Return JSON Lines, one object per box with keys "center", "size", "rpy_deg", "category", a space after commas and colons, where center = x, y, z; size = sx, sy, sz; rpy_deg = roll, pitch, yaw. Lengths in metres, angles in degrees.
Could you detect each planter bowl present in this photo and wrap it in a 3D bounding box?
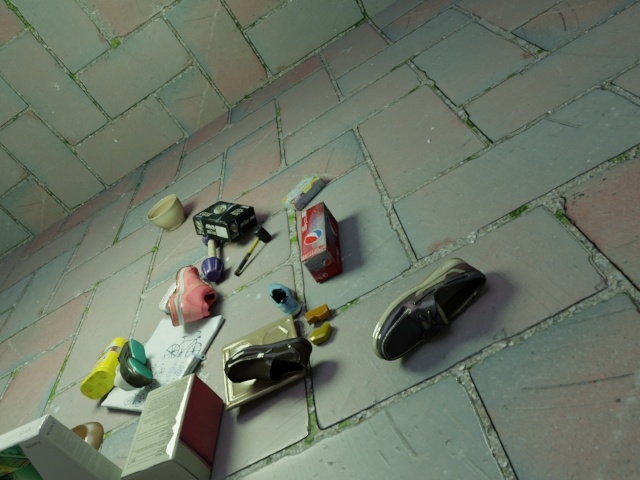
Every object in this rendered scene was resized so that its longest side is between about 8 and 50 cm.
{"center": [-0.673, -0.112, 2.411], "size": [0.162, 0.109, 0.162], "rpy_deg": [-26, 31, 17], "category": "planter bowl"}

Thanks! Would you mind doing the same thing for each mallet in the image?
{"center": [-0.228, 0.042, 1.817], "size": [0.039, 0.062, 0.190], "rpy_deg": [3, 63, 50], "category": "mallet"}

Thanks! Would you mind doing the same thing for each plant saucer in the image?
{"center": [-0.702, 0.593, 1.524], "size": [0.198, 0.036, 0.199], "rpy_deg": [-27, 31, 18], "category": "plant saucer"}

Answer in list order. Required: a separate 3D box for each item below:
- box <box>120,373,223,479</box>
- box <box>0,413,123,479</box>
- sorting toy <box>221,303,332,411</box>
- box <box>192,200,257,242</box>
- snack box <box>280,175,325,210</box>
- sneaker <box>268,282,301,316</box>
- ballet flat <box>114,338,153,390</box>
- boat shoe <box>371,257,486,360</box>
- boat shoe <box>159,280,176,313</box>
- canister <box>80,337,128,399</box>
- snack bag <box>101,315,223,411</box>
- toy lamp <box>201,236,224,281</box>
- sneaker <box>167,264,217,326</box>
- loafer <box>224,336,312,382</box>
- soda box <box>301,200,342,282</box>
{"center": [-0.331, 0.452, 1.247], "size": [0.148, 0.127, 0.232], "rpy_deg": [-25, 32, 18], "category": "box"}
{"center": [-0.573, 0.527, 1.195], "size": [0.232, 0.322, 0.058], "rpy_deg": [-26, 28, 19], "category": "box"}
{"center": [-0.102, 0.282, 1.346], "size": [0.307, 0.041, 0.229], "rpy_deg": [-26, 34, 5], "category": "sorting toy"}
{"center": [-0.348, -0.071, 1.969], "size": [0.180, 0.078, 0.147], "rpy_deg": [12, 34, 34], "category": "box"}
{"center": [-0.063, -0.170, 1.933], "size": [0.141, 0.037, 0.100], "rpy_deg": [-48, 30, -19], "category": "snack box"}
{"center": [-0.108, 0.149, 1.495], "size": [0.063, 0.073, 0.162], "rpy_deg": [-41, 30, -8], "category": "sneaker"}
{"center": [-0.538, 0.374, 1.549], "size": [0.096, 0.095, 0.280], "rpy_deg": [-52, 21, -6], "category": "ballet flat"}
{"center": [0.228, 0.146, 1.127], "size": [0.285, 0.103, 0.092], "rpy_deg": [-38, 25, -15], "category": "boat shoe"}
{"center": [-0.497, 0.173, 1.884], "size": [0.063, 0.066, 0.184], "rpy_deg": [-4, 53, 42], "category": "boat shoe"}
{"center": [-0.667, 0.397, 1.696], "size": [0.126, 0.073, 0.170], "rpy_deg": [-42, 19, 18], "category": "canister"}
{"center": [-0.465, 0.355, 1.612], "size": [0.323, 0.037, 0.343], "rpy_deg": [-10, 39, 39], "category": "snack bag"}
{"center": [-0.383, 0.056, 1.908], "size": [0.080, 0.080, 0.275], "rpy_deg": [-34, 29, 4], "category": "toy lamp"}
{"center": [-0.399, 0.177, 1.754], "size": [0.136, 0.116, 0.314], "rpy_deg": [-6, 24, -3], "category": "sneaker"}
{"center": [-0.125, 0.285, 1.245], "size": [0.220, 0.080, 0.078], "rpy_deg": [-21, 34, 13], "category": "loafer"}
{"center": [0.000, 0.000, 1.573], "size": [0.083, 0.092, 0.263], "rpy_deg": [-26, 31, 16], "category": "soda box"}
